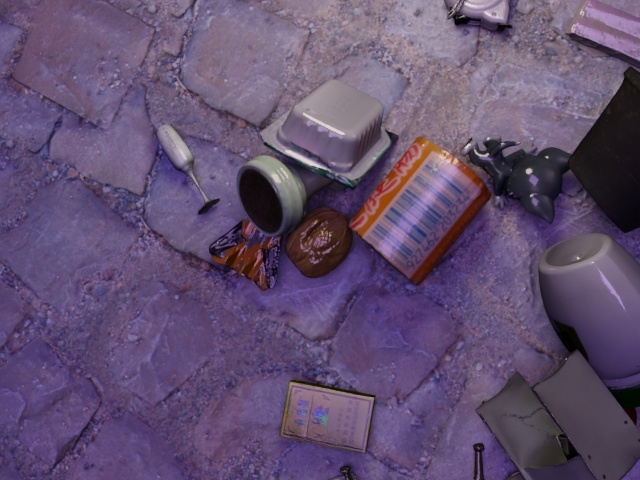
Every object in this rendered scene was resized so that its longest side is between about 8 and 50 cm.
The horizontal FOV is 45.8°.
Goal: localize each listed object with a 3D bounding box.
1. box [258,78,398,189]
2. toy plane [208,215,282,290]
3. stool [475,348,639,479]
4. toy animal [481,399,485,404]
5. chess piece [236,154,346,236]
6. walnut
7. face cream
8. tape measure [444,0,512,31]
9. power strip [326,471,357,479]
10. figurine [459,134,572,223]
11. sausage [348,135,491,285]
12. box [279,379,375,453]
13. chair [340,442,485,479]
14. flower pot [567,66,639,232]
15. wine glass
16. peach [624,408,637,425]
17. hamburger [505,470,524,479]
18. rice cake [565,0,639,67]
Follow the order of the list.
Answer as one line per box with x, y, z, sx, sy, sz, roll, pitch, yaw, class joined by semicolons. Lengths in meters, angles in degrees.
0.036;-0.281;1.811;0.264;0.336;0.106;29;129;8;box
-0.132;-0.047;1.931;0.204;0.103;0.316;29;81;16;toy plane
0.536;0.422;1.700;0.170;0.243;0.269;-31;80;-29;stool
0.424;0.426;1.847;0.084;0.050;0.028;33;51;13;toy animal
-0.035;-0.147;1.832;0.299;0.194;0.194;-28;80;-34;chess piece
0.000;0.000;1.882;0.184;0.155;0.155;-45;81;1;walnut
0.645;0.172;1.696;0.219;0.312;0.357;-32;101;-6;face cream
0.396;-0.628;1.897;0.178;0.105;0.196;3;87;9;tape measure
0.054;0.601;1.893;0.083;0.017;0.027;-20;84;6;power strip
0.477;-0.185;1.837;0.265;0.140;0.193;38;73;-14;figurine
0.235;-0.069;1.814;0.233;0.233;0.287;38;92;9;sausage
0.018;0.437;1.888;0.220;0.064;0.141;9;87;7;box
0.250;0.730;1.693;0.362;0.364;0.410;-10;91;3;chair
0.723;-0.184;1.721;0.251;0.379;0.379;-40;81;25;flower pot
-0.355;-0.196;1.989;0.074;0.074;0.262;-32;81;4;wine glass
0.691;0.414;1.781;0.101;0.101;0.100;-1;85;8;peach
0.501;0.611;1.808;0.140;0.062;0.133;-31;86;3;hamburger
0.762;-0.493;1.862;0.298;0.050;0.106;27;91;9;rice cake
